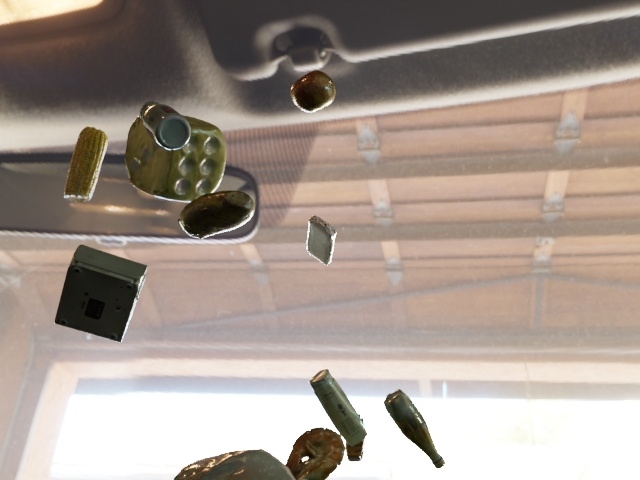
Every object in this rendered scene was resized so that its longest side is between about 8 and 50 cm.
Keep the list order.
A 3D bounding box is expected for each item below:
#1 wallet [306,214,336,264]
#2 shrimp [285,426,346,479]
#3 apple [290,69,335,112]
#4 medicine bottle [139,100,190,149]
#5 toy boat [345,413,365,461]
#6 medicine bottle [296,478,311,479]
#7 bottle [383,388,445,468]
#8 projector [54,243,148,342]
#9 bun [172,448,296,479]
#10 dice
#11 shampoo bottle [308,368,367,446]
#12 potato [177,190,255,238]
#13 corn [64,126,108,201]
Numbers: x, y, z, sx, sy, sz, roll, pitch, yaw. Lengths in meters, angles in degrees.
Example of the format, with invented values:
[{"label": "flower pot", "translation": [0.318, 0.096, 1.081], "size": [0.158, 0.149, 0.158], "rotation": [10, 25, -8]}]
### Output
[{"label": "wallet", "translation": [0.000, 0.000, 1.880], "size": [0.095, 0.033, 0.190], "rotation": [35, -29, 15]}, {"label": "shrimp", "translation": [-0.036, 0.527, 1.508], "size": [0.115, 0.217, 0.051], "rotation": [45, -22, 17]}, {"label": "apple", "translation": [-0.013, -0.280, 1.214], "size": [0.084, 0.084, 0.071], "rotation": [-22, -71, 41]}, {"label": "medicine bottle", "translation": [-0.396, -0.295, 1.609], "size": [0.090, 0.090, 0.217], "rotation": [28, 7, -35]}, {"label": "toy boat", "translation": [0.096, 0.554, 1.817], "size": [0.057, 0.200, 0.077], "rotation": [-7, -72, 7]}, {"label": "medicine bottle", "translation": [0.008, 0.623, 1.370], "size": [0.226, 0.139, 0.139], "rotation": [22, -13, 42]}, {"label": "bottle", "translation": [0.290, 0.573, 1.930], "size": [0.083, 0.083, 0.269], "rotation": [-30, -84, 47]}, {"label": "projector", "translation": [-0.620, 0.155, 1.814], "size": [0.198, 0.108, 0.250], "rotation": [20, -62, -13]}, {"label": "bun", "translation": [-0.173, 0.475, 0.964], "size": [0.194, 0.354, 0.355], "rotation": [36, -40, -27]}, {"label": "dice", "translation": [-0.444, -0.259, 1.979], "size": [0.233, 0.238, 0.227], "rotation": [27, 20, 38]}, {"label": "shampoo bottle", "translation": [0.046, 0.435, 1.671], "size": [0.212, 0.072, 0.049], "rotation": [58, -13, -12]}, {"label": "potato", "translation": [-0.298, -0.082, 1.863], "size": [0.251, 0.113, 0.149], "rotation": [-23, -31, 24]}, {"label": "corn", "translation": [-0.738, -0.238, 2.017], "size": [0.094, 0.244, 0.093], "rotation": [10, -17, 3]}]
